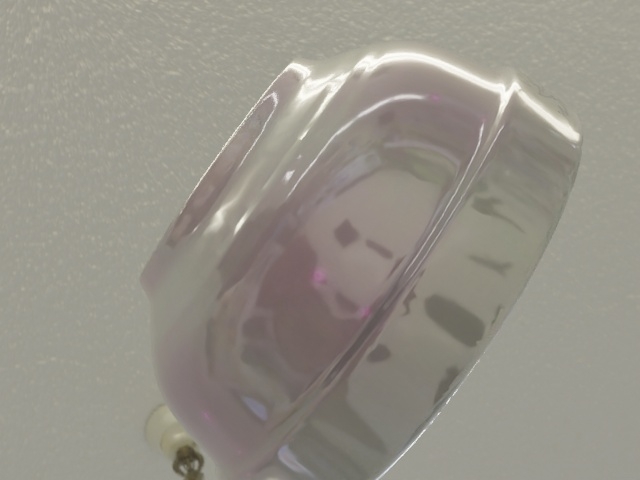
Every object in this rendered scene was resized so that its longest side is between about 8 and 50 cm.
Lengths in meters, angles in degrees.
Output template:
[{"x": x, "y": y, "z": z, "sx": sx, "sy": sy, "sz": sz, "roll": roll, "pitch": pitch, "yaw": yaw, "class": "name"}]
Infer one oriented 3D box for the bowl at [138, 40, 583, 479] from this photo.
[{"x": 0.000, "y": 0.000, "z": 0.463, "sx": 0.143, "sy": 0.287, "sz": 0.287, "roll": 36, "pitch": -86, "yaw": -5, "class": "bowl"}]
